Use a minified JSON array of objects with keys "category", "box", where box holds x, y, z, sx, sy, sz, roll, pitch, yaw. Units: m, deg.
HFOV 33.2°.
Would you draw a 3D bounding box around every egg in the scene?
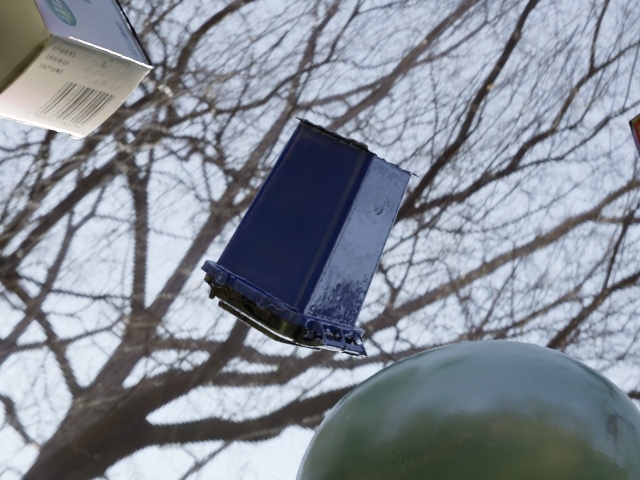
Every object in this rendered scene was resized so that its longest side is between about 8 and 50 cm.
[{"category":"egg","box":[0.077,0.138,0.559,0.168,0.168,0.231,44,-37,-4]}]

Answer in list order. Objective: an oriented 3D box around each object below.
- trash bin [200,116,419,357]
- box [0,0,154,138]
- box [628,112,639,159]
[{"category":"trash bin","box":[0.000,0.000,1.209,0.184,0.162,0.234,27,-87,33]},{"category":"box","box":[-0.361,-0.301,1.285,0.145,0.173,0.332,-38,-113,21]},{"category":"box","box":[0.561,-0.181,1.310,0.198,0.089,0.313,6,-28,-28]}]
